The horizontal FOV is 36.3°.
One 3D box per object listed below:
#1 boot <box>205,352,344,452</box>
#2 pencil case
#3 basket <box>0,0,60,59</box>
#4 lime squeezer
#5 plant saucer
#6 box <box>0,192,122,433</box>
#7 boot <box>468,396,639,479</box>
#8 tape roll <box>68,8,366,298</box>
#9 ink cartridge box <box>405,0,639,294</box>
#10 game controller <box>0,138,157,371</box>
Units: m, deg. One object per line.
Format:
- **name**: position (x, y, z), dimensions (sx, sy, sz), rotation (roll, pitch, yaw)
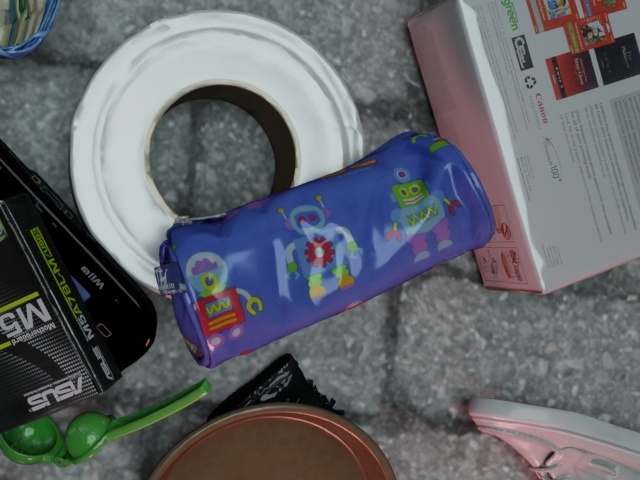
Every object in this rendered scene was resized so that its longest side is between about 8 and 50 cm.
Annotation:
- **boot**: position (-0.043, 0.186, 1.003), dimensions (0.121, 0.045, 0.099), rotation (-37, 105, -10)
- **pencil case**: position (0.000, 0.000, 0.870), dimensions (0.306, 0.119, 0.133), rotation (-23, 94, -14)
- **basket**: position (-0.303, -0.277, 0.802), dimensions (0.201, 0.289, 0.254), rotation (7, 89, -15)
- **lime squeezer**: position (-0.243, 0.162, 0.914), dimensions (0.311, 0.059, 0.109), rotation (3, 104, 13)
- **plant saucer**: position (-0.054, 0.288, 0.977), dimensions (0.278, 0.041, 0.277), rotation (-3, 102, -15)
- **box**: position (-0.296, 0.077, 0.850), dimensions (0.191, 0.045, 0.184), rotation (-22, 96, 19)
- **boot**: position (0.269, 0.252, 1.056), dimensions (0.258, 0.095, 0.123), rotation (17, 79, -15)
- **tape roll**: position (-0.101, -0.076, 0.956), dimensions (0.286, 0.100, 0.286), rotation (0, 90, -16)
- **ink cartridge box**: position (0.275, -0.131, 1.040), dimensions (0.272, 0.130, 0.309), rotation (-18, 95, -17)
- **game controller**: position (-0.289, 0.003, 0.884), dimensions (0.319, 0.166, 0.067), rotation (48, 43, -11)
